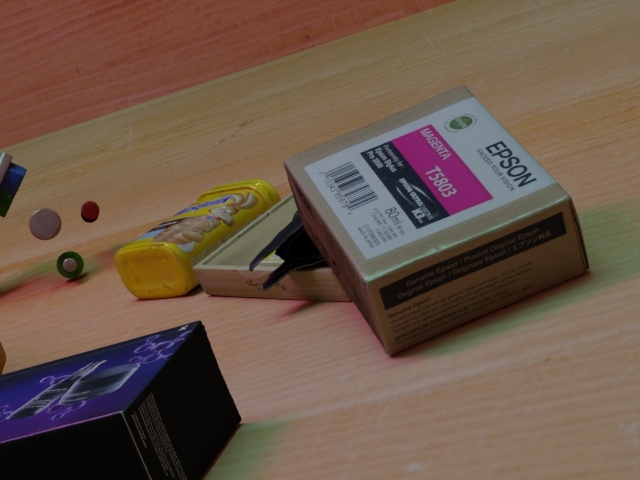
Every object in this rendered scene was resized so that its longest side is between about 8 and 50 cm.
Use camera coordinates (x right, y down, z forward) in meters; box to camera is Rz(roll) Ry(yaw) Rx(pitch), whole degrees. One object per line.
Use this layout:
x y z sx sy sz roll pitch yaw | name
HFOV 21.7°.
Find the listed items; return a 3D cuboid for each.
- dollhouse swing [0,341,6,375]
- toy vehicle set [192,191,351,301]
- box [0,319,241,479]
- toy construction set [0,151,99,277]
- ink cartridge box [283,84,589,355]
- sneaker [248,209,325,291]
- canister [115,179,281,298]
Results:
-0.555 0.066 1.730 0.315 0.347 0.305 -28 26 -26 | dollhouse swing
0.000 0.000 1.733 0.166 0.035 0.267 -38 21 -29 | toy vehicle set
-0.219 0.168 1.326 0.261 0.103 0.184 -16 12 19 | box
-0.443 -0.013 2.183 0.308 0.258 0.237 -2 -1 -7 | toy construction set
0.096 -0.024 1.477 0.193 0.088 0.235 -24 35 -8 | ink cartridge box
0.014 -0.013 1.616 0.170 0.051 0.089 -25 18 24 | sneaker
-0.138 0.000 1.913 0.126 0.073 0.170 -7 21 45 | canister
